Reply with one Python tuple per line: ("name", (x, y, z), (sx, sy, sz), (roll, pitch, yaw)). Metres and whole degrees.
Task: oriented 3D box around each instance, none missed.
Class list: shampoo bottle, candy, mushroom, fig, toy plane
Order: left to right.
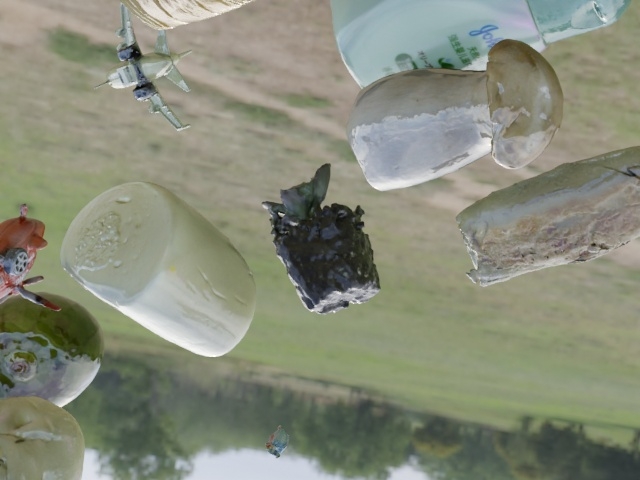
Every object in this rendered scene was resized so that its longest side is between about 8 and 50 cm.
("toy plane", (-0.310, 0.042, 1.047), (0.126, 0.077, 0.194), (27, -134, 33))
("fig", (-0.453, 0.172, 1.933), (0.203, 0.203, 0.225), (9, -162, 7))
("toy plane", (-0.298, -0.282, 1.956), (0.092, 0.229, 0.244), (-33, -163, -37))
("candy", (-0.061, 0.278, 1.639), (0.030, 0.020, 0.083), (43, -165, -6))
("mushroom", (0.096, -0.095, 0.945), (0.212, 0.097, 0.088), (-2, 145, 48))
("shampoo bottle", (0.198, -0.284, 1.399), (0.349, 0.151, 0.222), (-16, 150, 19))

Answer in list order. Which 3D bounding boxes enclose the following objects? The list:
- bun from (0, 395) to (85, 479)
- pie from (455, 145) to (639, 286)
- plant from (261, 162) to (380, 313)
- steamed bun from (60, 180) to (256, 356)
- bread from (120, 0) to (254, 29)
("bun", (-0.396, 0.288, 1.425), (0.210, 0.237, 0.116), (37, 179, 40))
("pie", (0.302, -0.030, 1.465), (0.282, 0.129, 0.068), (-21, -154, 13))
("plant", (0.000, 0.000, 1.685), (0.142, 0.203, 0.131), (-22, 169, 21))
("steamed bun", (-0.190, 0.030, 1.451), (0.200, 0.155, 0.250), (38, 174, -38))
("bread", (-0.113, -0.300, 1.240), (0.288, 0.152, 0.119), (5, 128, 61))
